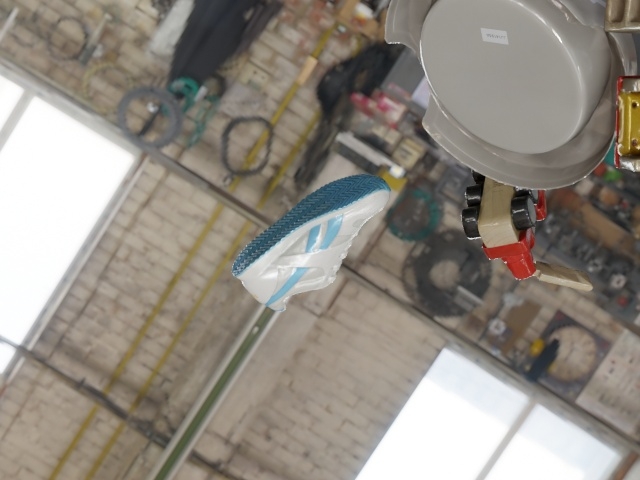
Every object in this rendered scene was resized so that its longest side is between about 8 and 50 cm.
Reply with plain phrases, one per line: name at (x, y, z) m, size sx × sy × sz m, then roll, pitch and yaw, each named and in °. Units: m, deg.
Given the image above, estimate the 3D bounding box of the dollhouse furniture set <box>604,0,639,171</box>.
dollhouse furniture set at (0.414, -0.268, 1.118) m, size 0.201 × 0.374 × 0.152 m, roll -2°, pitch -168°, yaw -7°

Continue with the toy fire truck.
toy fire truck at (0.375, -0.021, 1.825) m, size 0.246 × 0.159 × 0.217 m, roll 60°, pitch -149°, yaw -33°

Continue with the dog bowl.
dog bowl at (0.253, -0.236, 1.348) m, size 0.349 × 0.102 × 0.348 m, roll 31°, pitch 147°, yaw 23°

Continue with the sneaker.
sneaker at (0.000, 0.000, 1.319) m, size 0.092 × 0.229 × 0.087 m, roll 49°, pitch -166°, yaw -23°
